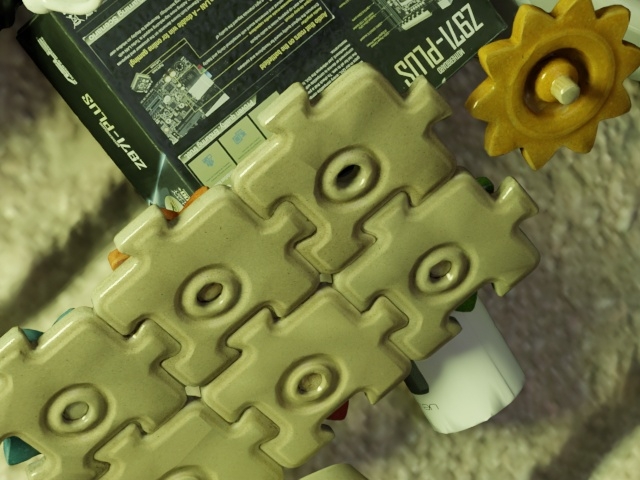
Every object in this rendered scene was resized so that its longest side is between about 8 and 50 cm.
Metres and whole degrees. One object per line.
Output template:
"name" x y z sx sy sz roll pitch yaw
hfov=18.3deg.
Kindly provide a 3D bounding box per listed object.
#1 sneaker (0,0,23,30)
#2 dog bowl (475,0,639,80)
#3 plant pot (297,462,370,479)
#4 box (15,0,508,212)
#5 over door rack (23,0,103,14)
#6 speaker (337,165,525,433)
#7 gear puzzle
"sneaker" -0.145 -0.154 0.916 0.090 0.081 0.232 10 80 -11
"dog bowl" 0.185 -0.239 1.033 0.348 0.102 0.349 2 85 -19
"plant pot" 0.028 0.246 0.872 0.256 0.256 0.274 -26 77 -20
"box" -0.028 -0.101 0.954 0.180 0.077 0.147 -42 99 -18
"over door rack" -0.146 -0.281 0.839 0.324 0.108 0.239 50 53 -18
"speaker" 0.046 0.026 0.969 0.055 0.055 0.136 -37 108 -19
"gear puzzle" 0.000 0.000 0.888 0.339 0.044 0.175 -41 131 6
